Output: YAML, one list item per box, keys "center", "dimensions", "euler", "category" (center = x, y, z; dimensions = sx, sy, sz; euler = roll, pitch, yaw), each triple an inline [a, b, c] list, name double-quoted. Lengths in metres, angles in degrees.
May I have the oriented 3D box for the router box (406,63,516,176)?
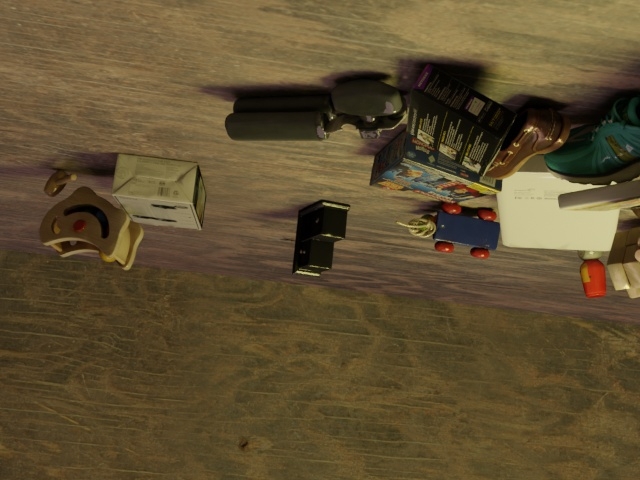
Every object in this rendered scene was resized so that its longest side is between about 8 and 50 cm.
- center: [0.186, -0.159, 1.140]
  dimensions: [0.133, 0.046, 0.179]
  euler: [32, 172, 8]
  category: "router box"

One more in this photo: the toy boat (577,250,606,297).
- center: [0.707, 0.031, 1.833]
  dimensions: [0.267, 0.148, 0.318]
  euler: [9, 163, -43]
  category: "toy boat"

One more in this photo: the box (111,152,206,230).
- center: [-0.339, -0.098, 1.795]
  dimensions: [0.169, 0.087, 0.290]
  euler: [6, 169, -2]
  category: "box"

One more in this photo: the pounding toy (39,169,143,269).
- center: [-0.519, -0.040, 1.775]
  dimensions: [0.269, 0.154, 0.155]
  euler: [30, 168, 28]
  category: "pounding toy"

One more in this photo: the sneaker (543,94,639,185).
- center: [0.418, -0.152, 1.126]
  dimensions: [0.110, 0.107, 0.275]
  euler: [37, 149, -32]
  category: "sneaker"

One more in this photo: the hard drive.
- center: [0.427, -0.064, 1.507]
  dimensions: [0.210, 0.040, 0.319]
  euler: [3, 158, 16]
  category: "hard drive"

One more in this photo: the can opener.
- center: [-0.008, -0.190, 1.205]
  dimensions: [0.280, 0.074, 0.093]
  euler: [-1, 134, 25]
  category: "can opener"

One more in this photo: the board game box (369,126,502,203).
- center: [0.177, -0.121, 1.427]
  dimensions: [0.194, 0.060, 0.194]
  euler: [17, 168, -24]
  category: "board game box"

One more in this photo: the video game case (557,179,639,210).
- center: [0.478, -0.071, 1.185]
  dimensions: [0.227, 0.026, 0.206]
  euler: [-10, 176, 33]
  category: "video game case"

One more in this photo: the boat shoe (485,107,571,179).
- center: [0.279, -0.147, 1.235]
  dimensions: [0.073, 0.073, 0.207]
  euler: [11, 162, -17]
  category: "boat shoe"

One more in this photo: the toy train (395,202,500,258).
- center: [0.252, -0.032, 1.827]
  dimensions: [0.248, 0.105, 0.143]
  euler: [9, -178, -18]
  category: "toy train"

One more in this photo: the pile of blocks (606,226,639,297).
- center: [0.459, -0.046, 1.013]
  dimensions: [0.149, 0.113, 0.362]
  euler: [20, 130, 14]
  category: "pile of blocks"

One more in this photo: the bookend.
- center: [0.000, 0.000, 1.947]
  dimensions: [0.072, 0.157, 0.156]
  euler: [9, 170, -21]
  category: "bookend"

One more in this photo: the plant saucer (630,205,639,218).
- center: [0.645, -0.058, 1.295]
  dimensions: [0.310, 0.050, 0.310]
  euler: [-10, 180, 0]
  category: "plant saucer"
